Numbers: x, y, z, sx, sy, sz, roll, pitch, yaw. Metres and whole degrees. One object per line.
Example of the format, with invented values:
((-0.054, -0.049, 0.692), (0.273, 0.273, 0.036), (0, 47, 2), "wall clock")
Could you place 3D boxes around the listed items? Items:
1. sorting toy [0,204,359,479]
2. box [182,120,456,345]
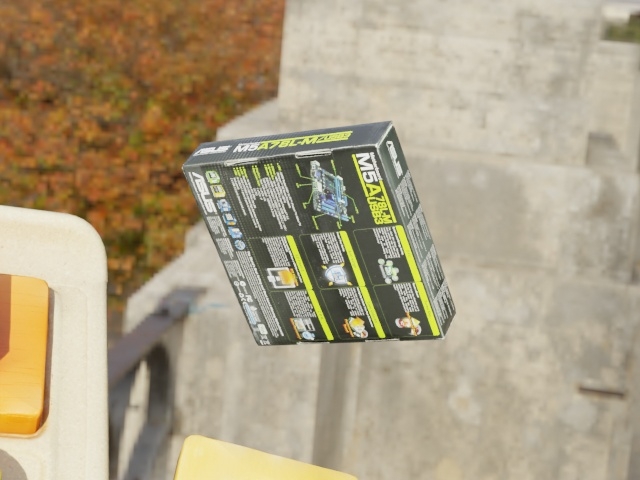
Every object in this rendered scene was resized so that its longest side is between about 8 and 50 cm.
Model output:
((-0.148, 0.050, 0.396), (0.348, 0.047, 0.196), (7, 45, -16), "sorting toy")
((0.000, 0.000, 1.120), (0.184, 0.190, 0.045), (-6, 31, 27), "box")
